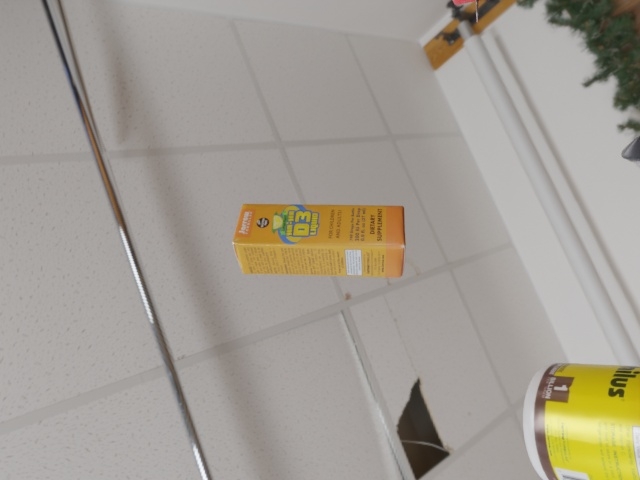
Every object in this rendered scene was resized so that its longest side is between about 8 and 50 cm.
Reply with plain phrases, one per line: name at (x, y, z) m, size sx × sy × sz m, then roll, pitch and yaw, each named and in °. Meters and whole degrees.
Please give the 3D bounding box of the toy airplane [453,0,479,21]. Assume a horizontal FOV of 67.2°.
toy airplane at (0.199, -0.355, 0.613) m, size 0.151 × 0.151 × 0.028 m, roll 31°, pitch -124°, yaw -22°

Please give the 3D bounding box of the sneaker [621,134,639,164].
sneaker at (0.295, -0.122, 0.351) m, size 0.101 × 0.153 × 0.268 m, roll 23°, pitch -134°, yaw -13°

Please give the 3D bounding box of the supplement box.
supplement box at (0.000, 0.000, 0.678) m, size 0.234 × 0.080 × 0.078 m, roll -1°, pitch -127°, yaw 8°

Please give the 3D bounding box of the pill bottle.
pill bottle at (0.294, 0.165, 0.399) m, size 0.117 × 0.215 × 0.117 m, roll 9°, pitch -104°, yaw -40°
